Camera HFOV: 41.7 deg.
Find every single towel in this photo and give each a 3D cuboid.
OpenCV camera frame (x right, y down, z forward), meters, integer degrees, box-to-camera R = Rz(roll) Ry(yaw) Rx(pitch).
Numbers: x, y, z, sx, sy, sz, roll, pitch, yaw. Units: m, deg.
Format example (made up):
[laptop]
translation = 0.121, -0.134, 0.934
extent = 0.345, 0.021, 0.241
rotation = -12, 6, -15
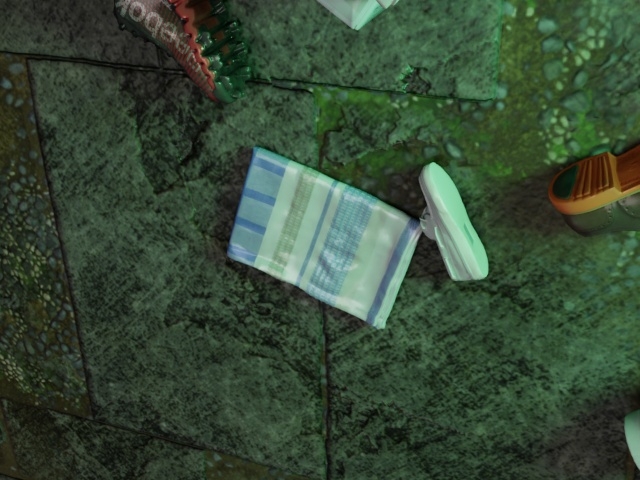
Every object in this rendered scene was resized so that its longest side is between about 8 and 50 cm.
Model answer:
[towel]
translation = 0.000, 0.000, 1.269
extent = 0.285, 0.034, 0.209
rotation = 26, 124, 9

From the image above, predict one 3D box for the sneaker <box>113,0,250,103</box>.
[sneaker]
translation = -0.202, -0.301, 1.146
extent = 0.135, 0.097, 0.276
rotation = -23, 105, 32

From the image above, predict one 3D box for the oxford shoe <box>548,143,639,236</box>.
[oxford shoe]
translation = 0.423, -0.071, 1.018
extent = 0.272, 0.096, 0.098
rotation = -14, 131, 34

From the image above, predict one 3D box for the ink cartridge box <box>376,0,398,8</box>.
[ink cartridge box]
translation = 0.050, -0.298, 0.734
extent = 0.150, 0.063, 0.109
rotation = 45, 125, -5

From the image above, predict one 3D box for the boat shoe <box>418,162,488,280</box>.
[boat shoe]
translation = 0.172, -0.021, 1.167
extent = 0.063, 0.066, 0.184
rotation = -17, 119, 30

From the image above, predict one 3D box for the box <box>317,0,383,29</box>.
[box]
translation = 0.095, -0.372, 0.872
extent = 0.127, 0.262, 0.231
rotation = 38, 127, 0

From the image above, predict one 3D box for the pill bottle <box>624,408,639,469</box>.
[pill bottle]
translation = 0.541, 0.236, 1.094
extent = 0.264, 0.146, 0.146
rotation = -27, 105, 33
